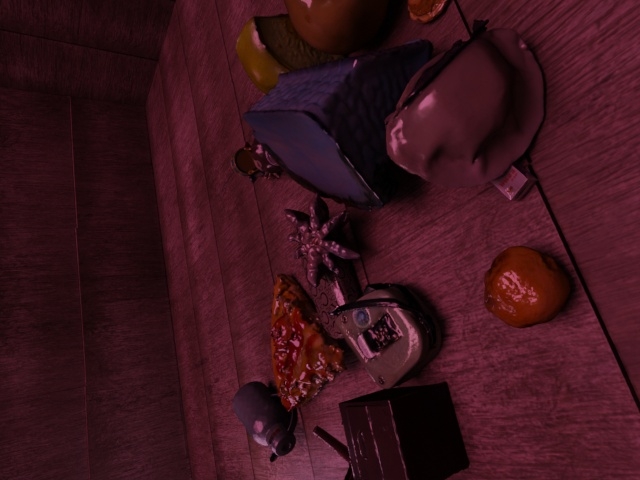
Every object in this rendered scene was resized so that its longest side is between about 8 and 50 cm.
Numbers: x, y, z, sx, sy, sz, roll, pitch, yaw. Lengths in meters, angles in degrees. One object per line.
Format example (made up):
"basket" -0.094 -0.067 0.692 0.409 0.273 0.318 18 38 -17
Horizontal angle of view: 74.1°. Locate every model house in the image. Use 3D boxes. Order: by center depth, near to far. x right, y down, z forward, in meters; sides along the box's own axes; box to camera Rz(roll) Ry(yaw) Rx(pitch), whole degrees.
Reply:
"model house" 0.067 -0.299 0.965 0.339 0.297 0.360 -54 33 -10

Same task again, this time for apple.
"apple" 0.034 -0.569 0.967 0.262 0.263 0.262 4 95 56

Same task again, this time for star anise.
"star anise" 0.000 0.000 1.068 0.229 0.093 0.236 17 102 24

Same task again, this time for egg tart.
"egg tart" 0.218 -0.521 0.880 0.129 0.050 0.128 -1 89 57

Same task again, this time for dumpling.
"dumpling" 0.241 -0.219 0.686 0.293 0.163 0.204 -40 65 2

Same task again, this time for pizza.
"pizza" -0.061 0.311 1.257 0.406 0.130 0.439 -14 80 62

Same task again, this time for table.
"table" 0.161 0.408 0.893 0.193 0.173 0.169 -32 65 52

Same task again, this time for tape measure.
"tape measure" 0.140 0.185 0.940 0.235 0.115 0.207 53 127 30

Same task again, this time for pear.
"pear" -0.102 -0.492 1.186 0.282 0.287 0.176 -6 106 56

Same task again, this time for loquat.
"loquat" 0.330 0.079 0.692 0.137 0.113 0.137 26 132 33

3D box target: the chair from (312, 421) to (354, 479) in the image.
"chair" 0.113 0.617 1.034 0.326 0.183 0.176 39 139 -8

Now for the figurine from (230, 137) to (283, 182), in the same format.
"figurine" -0.177 -0.280 1.387 0.276 0.158 0.160 -14 89 56

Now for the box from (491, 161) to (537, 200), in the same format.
"box" 0.322 -0.124 0.752 0.117 0.036 0.050 60 137 34

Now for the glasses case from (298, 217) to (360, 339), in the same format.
"glasses case" 0.022 0.094 1.167 0.137 0.085 0.354 -41 59 47

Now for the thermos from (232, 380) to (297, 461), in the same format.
"thermos" -0.175 0.604 1.458 0.287 0.145 0.182 23 77 52
